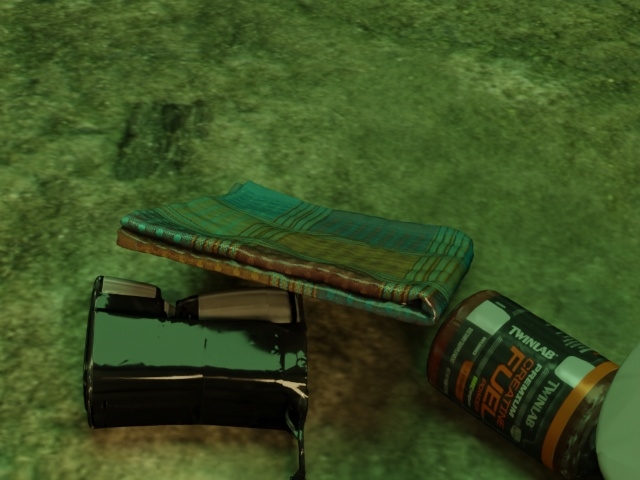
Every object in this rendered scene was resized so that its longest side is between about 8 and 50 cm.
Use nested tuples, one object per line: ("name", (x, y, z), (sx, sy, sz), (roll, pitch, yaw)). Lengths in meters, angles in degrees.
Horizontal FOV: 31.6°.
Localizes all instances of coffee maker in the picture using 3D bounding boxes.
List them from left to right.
("coffee maker", (-0.102, 0.107, 0.925), (0.178, 0.120, 0.171), (1, 35, -8))

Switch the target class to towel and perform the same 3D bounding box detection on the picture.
("towel", (0.000, 0.000, 1.038), (0.271, 0.040, 0.370), (13, 9, 9))

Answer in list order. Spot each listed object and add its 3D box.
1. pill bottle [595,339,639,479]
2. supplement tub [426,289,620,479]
("pill bottle", (0.337, 0.197, 0.603), (0.392, 0.224, 0.224), (47, 31, -17))
("supplement tub", (0.193, 0.129, 0.957), (0.198, 0.106, 0.106), (32, 41, 33))
